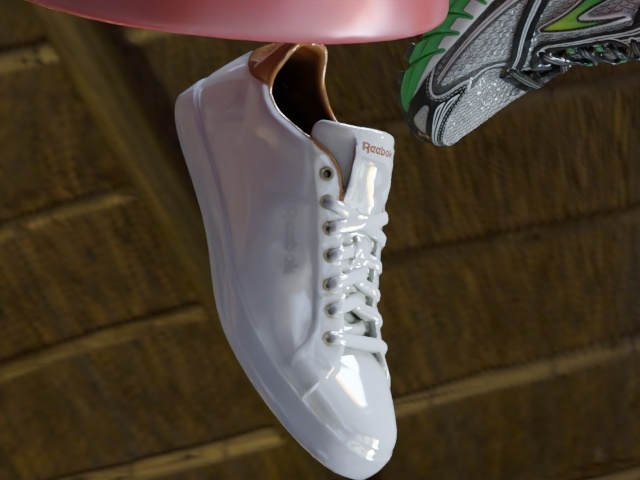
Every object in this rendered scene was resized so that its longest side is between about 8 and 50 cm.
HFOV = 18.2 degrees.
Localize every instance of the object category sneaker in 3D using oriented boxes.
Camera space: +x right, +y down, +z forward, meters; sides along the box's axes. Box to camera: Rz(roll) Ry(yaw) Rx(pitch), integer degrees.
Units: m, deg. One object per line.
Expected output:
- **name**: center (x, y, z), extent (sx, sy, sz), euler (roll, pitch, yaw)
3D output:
- **sneaker**: center (0.000, 0.000, 1.238), extent (0.123, 0.106, 0.290), euler (-32, -114, 28)
- **sneaker**: center (0.202, -0.168, 1.419), extent (0.343, 0.134, 0.146), euler (-35, -100, 19)

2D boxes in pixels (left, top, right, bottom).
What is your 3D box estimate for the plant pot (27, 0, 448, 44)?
- **plant pot**: center (-0.047, -0.256, 1.126), extent (0.275, 0.275, 0.243), euler (11, -72, 14)
